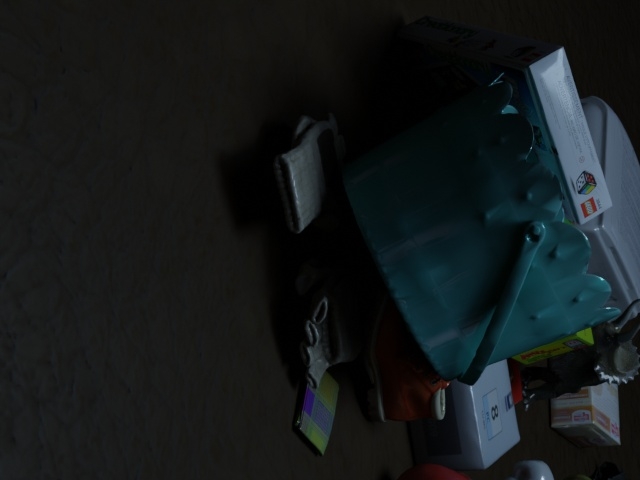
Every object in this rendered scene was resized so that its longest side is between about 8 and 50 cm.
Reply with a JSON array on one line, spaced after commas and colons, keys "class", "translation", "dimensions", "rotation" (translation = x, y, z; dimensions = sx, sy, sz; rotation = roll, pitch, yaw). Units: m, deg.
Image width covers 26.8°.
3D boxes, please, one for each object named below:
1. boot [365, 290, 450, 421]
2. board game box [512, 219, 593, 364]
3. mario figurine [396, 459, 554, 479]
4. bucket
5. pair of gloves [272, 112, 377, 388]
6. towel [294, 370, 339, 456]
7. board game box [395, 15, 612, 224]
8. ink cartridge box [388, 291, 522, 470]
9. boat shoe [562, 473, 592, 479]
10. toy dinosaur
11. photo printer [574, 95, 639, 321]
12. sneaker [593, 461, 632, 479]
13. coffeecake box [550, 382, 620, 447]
[{"class": "boot", "translation": [0.090, 0.119, 1.361], "dimensions": [0.059, 0.084, 0.158], "rotation": [-63, 152, -51]}, {"class": "board game box", "translation": [0.264, 0.048, 1.611], "dimensions": [0.043, 0.092, 0.181], "rotation": [27, 50, -47]}, {"class": "mario figurine", "translation": [0.192, 0.357, 1.437], "dimensions": [0.320, 0.170, 0.198], "rotation": [49, 57, -11]}, {"class": "bucket", "translation": [0.154, -0.005, 1.310], "dimensions": [0.281, 0.183, 0.281], "rotation": [61, 9, -17]}, {"class": "pair of gloves", "translation": [0.000, 0.000, 1.300], "dimensions": [0.204, 0.042, 0.240], "rotation": [-60, 140, -64]}, {"class": "towel", "translation": [-0.003, 0.158, 1.289], "dimensions": [0.060, 0.009, 0.083], "rotation": [53, 38, -43]}, {"class": "board game box", "translation": [0.202, -0.145, 1.533], "dimensions": [0.305, 0.053, 0.193], "rotation": [33, -31, 62]}, {"class": "ink cartridge box", "translation": [0.198, 0.085, 1.632], "dimensions": [0.385, 0.091, 0.308], "rotation": [-14, 95, -63]}, {"class": "boat shoe", "translation": [0.312, 0.386, 1.648], "dimensions": [0.307, 0.110, 0.104], "rotation": [89, 13, -58]}, {"class": "toy dinosaur", "translation": [0.334, 0.149, 1.732], "dimensions": [0.313, 0.160, 0.121], "rotation": [23, 60, -79]}, {"class": "photo printer", "translation": [0.451, -0.061, 2.167], "dimensions": [0.256, 0.107, 0.308], "rotation": [54, 36, -43]}, {"class": "sneaker", "translation": [0.467, 0.386, 2.120], "dimensions": [0.170, 0.051, 0.089], "rotation": [-26, 110, -60]}, {"class": "coffeecake box", "translation": [0.396, 0.204, 2.015], "dimensions": [0.142, 0.068, 0.186], "rotation": [37, 49, -55]}]
